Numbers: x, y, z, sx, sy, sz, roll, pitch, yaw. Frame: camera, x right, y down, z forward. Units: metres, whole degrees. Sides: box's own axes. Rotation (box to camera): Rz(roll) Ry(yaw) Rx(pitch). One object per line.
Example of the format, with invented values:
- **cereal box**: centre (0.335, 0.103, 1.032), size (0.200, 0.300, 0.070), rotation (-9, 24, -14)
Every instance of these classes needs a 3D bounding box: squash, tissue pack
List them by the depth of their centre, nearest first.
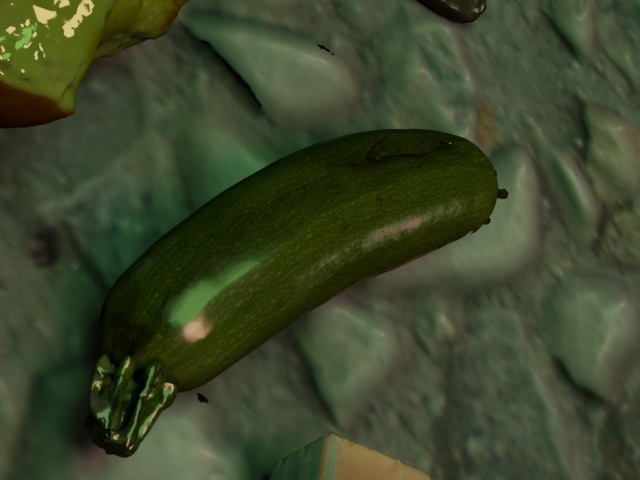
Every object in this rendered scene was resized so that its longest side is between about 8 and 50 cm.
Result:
- **tissue pack**: centre (0.012, 0.139, 0.644), size (0.074, 0.059, 0.094), rotation (25, 50, -22)
- **squash**: centre (-0.002, -0.002, 0.712), size (0.318, 0.071, 0.080), rotation (-30, 85, -45)

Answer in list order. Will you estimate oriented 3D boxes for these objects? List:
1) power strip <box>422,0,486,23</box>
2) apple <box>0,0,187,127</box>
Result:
- **power strip**: centre (0.033, -0.294, 0.913), size (0.257, 0.092, 0.251), rotation (31, 45, -25)
- **apple**: centre (-0.122, -0.176, 0.618), size (0.246, 0.226, 0.246), rotation (18, 55, -27)
